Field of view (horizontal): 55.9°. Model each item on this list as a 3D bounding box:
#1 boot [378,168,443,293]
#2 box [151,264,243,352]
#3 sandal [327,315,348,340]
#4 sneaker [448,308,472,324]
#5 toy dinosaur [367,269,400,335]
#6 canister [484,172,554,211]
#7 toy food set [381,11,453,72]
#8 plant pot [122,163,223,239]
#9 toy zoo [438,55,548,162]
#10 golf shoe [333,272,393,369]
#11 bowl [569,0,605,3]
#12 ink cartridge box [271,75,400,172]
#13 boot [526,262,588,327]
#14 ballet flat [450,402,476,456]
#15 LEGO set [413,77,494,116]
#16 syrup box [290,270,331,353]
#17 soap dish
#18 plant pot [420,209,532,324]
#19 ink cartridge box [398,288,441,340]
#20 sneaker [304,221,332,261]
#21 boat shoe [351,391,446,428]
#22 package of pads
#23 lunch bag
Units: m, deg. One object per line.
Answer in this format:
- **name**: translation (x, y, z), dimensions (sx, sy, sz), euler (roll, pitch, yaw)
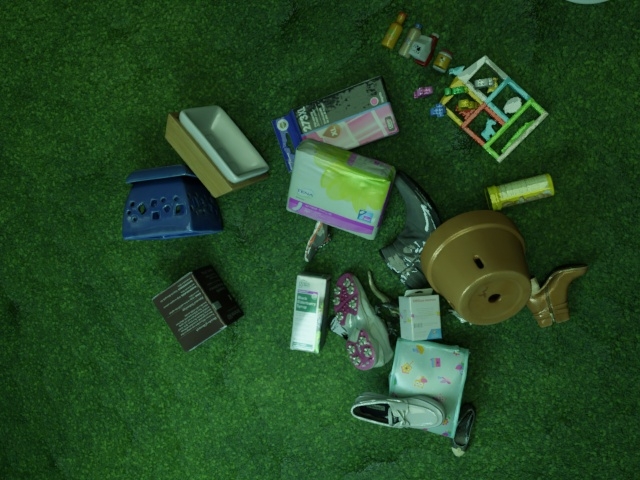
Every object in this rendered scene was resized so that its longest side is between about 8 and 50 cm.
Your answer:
- **boot**: translation (0.257, -0.022, 1.785), dimensions (0.223, 0.118, 0.338), euler (-35, 85, 17)
- **box**: translation (-0.384, 0.211, 1.909), dimensions (0.167, 0.168, 0.203), euler (-34, 88, 12)
- **sandal**: translation (0.101, 0.294, 1.882), dimensions (0.179, 0.040, 0.067), euler (24, 99, 8)
- **sneaker**: translation (0.422, 0.231, 1.814), dimensions (0.083, 0.032, 0.036), euler (17, 98, 10)
- **toy dinosaur**: translation (0.219, 0.210, 1.822), dimensions (0.268, 0.118, 0.064), euler (40, 136, 7)
- **canister**: translation (0.559, -0.138, 1.703), dimensions (0.170, 0.126, 0.073), euler (-14, 92, 11)
- **toy food set**: translation (0.298, -0.561, 1.714), dimensions (0.232, 0.111, 0.104), euler (35, 103, 38)
- **plant pot**: translation (-0.458, -0.116, 1.865), dimensions (0.236, 0.236, 0.212), euler (-5, 89, 14)
- **toy zoo**: translation (0.479, -0.393, 1.742), dimensions (0.293, 0.030, 0.192), euler (44, 102, 5)
- **golf shoe**: translation (0.131, 0.244, 1.834), dimensions (0.115, 0.140, 0.306), euler (-34, 60, 40)
- **bowl**: translation (0.734, -0.795, 1.598), dimensions (0.298, 0.134, 0.297), euler (1, 96, 12)
- **ink cartridge box**: translation (0.039, -0.347, 1.824), dimensions (0.371, 0.069, 0.175), euler (-18, 92, 15)
- **boot**: translation (0.691, 0.157, 1.734), dimensions (0.197, 0.073, 0.152), euler (-23, 89, 25)
- **ballet flat**: translation (0.432, 0.578, 1.837), dimensions (0.058, 0.049, 0.173), euler (12, 98, 11)
- **LEGO set**: translation (0.379, -0.400, 1.698), dimensions (0.227, 0.093, 0.086), euler (-7, 94, 13)
- **syrup box**: translation (-0.029, 0.219, 1.874), dimensions (0.093, 0.096, 0.236), euler (7, 98, 11)
- **soap dish**: translation (-0.313, -0.269, 1.828), dimensions (0.118, 0.229, 0.291), euler (-42, 86, 29)
- **plant pot**: translation (0.440, 0.092, 1.642), dimensions (0.291, 0.203, 0.290), euler (-6, 130, -7)
- **ink cartridge box**: translation (0.286, 0.211, 1.743), dimensions (0.092, 0.090, 0.143), euler (-2, 86, -14)
- **sneaker**: translation (0.000, 0.000, 1.867), dimensions (0.065, 0.061, 0.157), euler (23, 100, 2)
- **boat shoe**: translation (0.216, 0.487, 1.706), dimensions (0.268, 0.088, 0.096), euler (7, 104, 24)
- **package of pads**: translation (0.055, -0.155, 1.775), dimensions (0.297, 0.101, 0.229), euler (19, 128, 8)
- **lunch bag**: translation (0.315, 0.419, 1.792), dimensions (0.224, 0.160, 0.262), euler (10, 103, 12)
